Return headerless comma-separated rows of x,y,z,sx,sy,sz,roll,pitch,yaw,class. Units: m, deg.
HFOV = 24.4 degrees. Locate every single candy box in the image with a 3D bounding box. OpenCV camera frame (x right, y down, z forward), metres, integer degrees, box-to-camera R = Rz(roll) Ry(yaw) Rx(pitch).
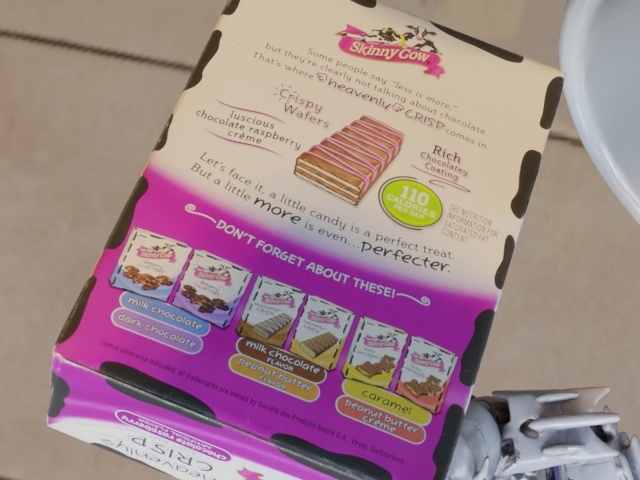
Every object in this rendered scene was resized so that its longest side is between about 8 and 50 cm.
0.000,0.000,0.643,0.159,0.071,0.233,22,56,1,candy box

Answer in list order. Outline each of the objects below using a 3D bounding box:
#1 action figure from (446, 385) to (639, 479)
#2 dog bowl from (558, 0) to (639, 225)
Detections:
0.094,0.134,0.840,0.185,0.285,0.099,1,80,13,action figure
0.278,-0.068,0.783,0.348,0.349,0.102,35,67,19,dog bowl
